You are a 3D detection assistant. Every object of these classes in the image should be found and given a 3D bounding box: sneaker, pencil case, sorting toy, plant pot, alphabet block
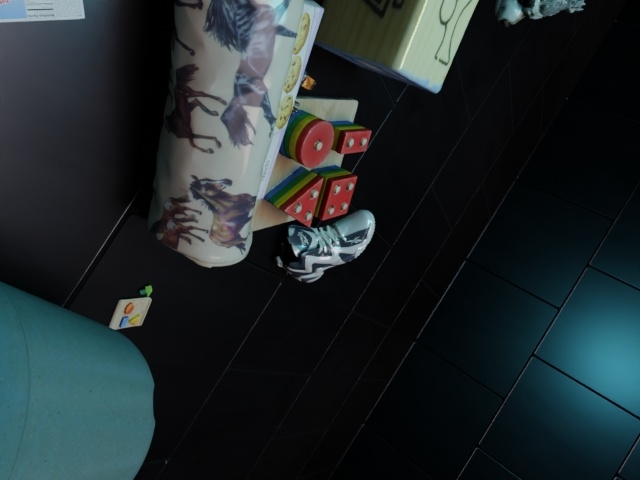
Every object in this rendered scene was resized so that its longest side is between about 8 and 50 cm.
[{"bbox_3d":[0.000,0.000,1.035,0.234,0.094,0.153,-31,152,21],"label":"sneaker"},{"bbox_3d":[-0.135,-0.179,0.633,0.159,0.183,0.411,2,119,-26],"label":"pencil case"},{"bbox_3d":[-0.014,-0.142,0.925,0.255,0.089,0.257,-19,133,-49],"label":"sorting toy"},{"bbox_3d":[-0.365,0.184,0.476,0.341,0.341,0.334,-53,159,-9],"label":"plant pot"},{"bbox_3d":[0.132,-0.391,0.809,0.192,0.193,0.197,-6,123,-57],"label":"alphabet block"},{"bbox_3d":[-0.310,0.111,0.783,0.062,0.012,0.083,6,112,-59],"label":"sorting toy"}]

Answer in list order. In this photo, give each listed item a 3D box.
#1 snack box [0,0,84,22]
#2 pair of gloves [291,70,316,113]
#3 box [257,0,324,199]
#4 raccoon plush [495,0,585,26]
[{"bbox_3d":[-0.313,-0.236,0.434,0.178,0.022,0.064,-29,141,-42],"label":"snack box"},{"bbox_3d":[-0.055,-0.255,0.781,0.083,0.074,0.010,-58,-170,-3],"label":"pair of gloves"},{"bbox_3d":[-0.086,-0.211,0.735,0.067,0.063,0.324,-18,138,-49],"label":"box"},{"bbox_3d":[0.420,-0.652,0.898,0.216,0.299,0.447,-24,136,-46],"label":"raccoon plush"}]
